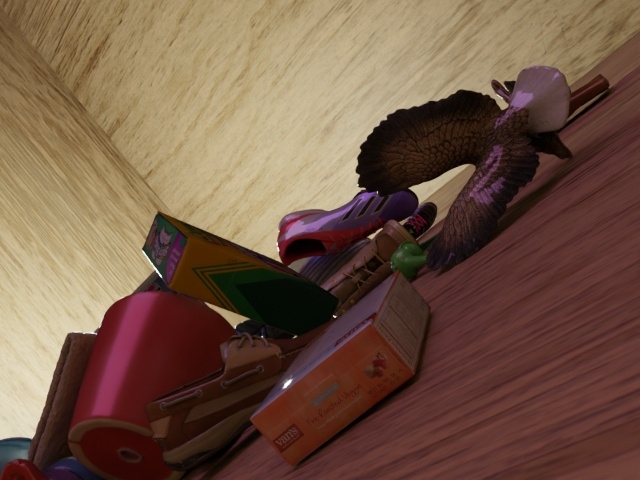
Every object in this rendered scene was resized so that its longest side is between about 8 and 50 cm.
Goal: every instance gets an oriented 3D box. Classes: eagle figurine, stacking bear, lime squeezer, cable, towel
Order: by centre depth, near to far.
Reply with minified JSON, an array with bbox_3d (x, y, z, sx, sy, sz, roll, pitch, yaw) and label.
[{"bbox_3d":[0.236,-0.118,1.033,0.298,0.225,0.226,-28,21,-16],"label":"eagle figurine"},{"bbox_3d":[0.176,0.018,1.207,0.110,0.059,0.310,-40,-1,12],"label":"lime squeezer"},{"bbox_3d":[-0.407,0.443,1.215,0.289,0.175,0.164,-8,-61,-70],"label":"stacking bear"},{"bbox_3d":[-0.446,0.314,1.289,0.187,0.049,0.282,26,-102,-64],"label":"towel"},{"bbox_3d":[0.026,0.081,1.599,0.257,0.089,0.257,-44,-15,-5],"label":"cable"}]

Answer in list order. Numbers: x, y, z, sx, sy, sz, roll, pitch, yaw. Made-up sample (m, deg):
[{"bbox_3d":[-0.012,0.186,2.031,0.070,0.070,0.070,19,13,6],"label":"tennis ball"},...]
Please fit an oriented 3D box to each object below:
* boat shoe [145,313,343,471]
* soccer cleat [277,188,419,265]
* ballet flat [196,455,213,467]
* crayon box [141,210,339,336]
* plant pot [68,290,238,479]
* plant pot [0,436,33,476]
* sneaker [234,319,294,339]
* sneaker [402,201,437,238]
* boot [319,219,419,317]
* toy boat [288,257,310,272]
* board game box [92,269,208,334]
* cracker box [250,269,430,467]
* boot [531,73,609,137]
[{"bbox_3d":[-0.100,0.192,0.968,0.324,0.120,0.122,-32,0,-14],"label":"boat shoe"},{"bbox_3d":[0.056,-0.025,1.433,0.318,0.108,0.116,-14,42,18],"label":"soccer cleat"},{"bbox_3d":[-0.153,0.288,1.115,0.084,0.058,0.250,-40,-1,21],"label":"ballet flat"},{"bbox_3d":[-0.177,0.064,1.376,0.106,0.313,0.363,-65,24,0],"label":"crayon box"},{"bbox_3d":[-0.288,0.265,1.162,0.275,0.275,0.243,-40,24,35],"label":"plant pot"},{"bbox_3d":[-0.605,0.514,1.220,0.272,0.271,0.255,-40,-6,-2],"label":"plant pot"},{"bbox_3d":[-0.116,0.226,1.882,0.341,0.125,0.139,-31,-23,-15],"label":"sneaker"},{"bbox_3d":[0.237,-0.029,1.746,0.170,0.063,0.075,-45,-2,9],"label":"sneaker"},{"bbox_3d":[0.088,0.065,1.379,0.203,0.095,0.262,-39,-4,-15],"label":"boot"},{"bbox_3d":[0.000,0.000,1.809,0.231,0.151,0.151,-41,-35,22],"label":"toy boat"},{"bbox_3d":[-0.331,0.265,1.430,0.308,0.302,0.086,-45,-2,1],"label":"board game box"},{"bbox_3d":[0.033,0.124,0.725,0.156,0.067,0.232,-41,-2,16],"label":"cracker box"},{"bbox_3d":[0.521,-0.263,1.525,0.280,0.096,0.264,-32,-4,28],"label":"boot"}]
